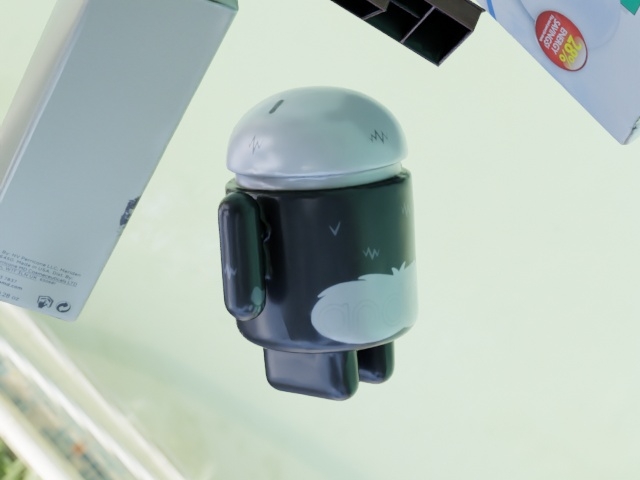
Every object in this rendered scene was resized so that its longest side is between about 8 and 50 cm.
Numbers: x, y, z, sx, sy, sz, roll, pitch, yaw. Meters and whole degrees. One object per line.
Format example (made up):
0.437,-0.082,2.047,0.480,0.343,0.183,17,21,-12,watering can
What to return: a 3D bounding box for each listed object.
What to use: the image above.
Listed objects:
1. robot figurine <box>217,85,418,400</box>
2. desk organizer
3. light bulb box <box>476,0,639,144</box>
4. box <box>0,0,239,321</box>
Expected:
-0.001,-0.001,1.349,0.209,0.173,0.278,-98,5,-78,robot figurine
0.070,-0.203,1.270,0.130,0.050,0.047,28,165,-22,desk organizer
0.283,-0.349,1.379,0.361,0.225,0.358,48,156,16,light bulb box
-0.157,-0.085,1.016,0.094,0.275,0.113,20,-148,-21,box
